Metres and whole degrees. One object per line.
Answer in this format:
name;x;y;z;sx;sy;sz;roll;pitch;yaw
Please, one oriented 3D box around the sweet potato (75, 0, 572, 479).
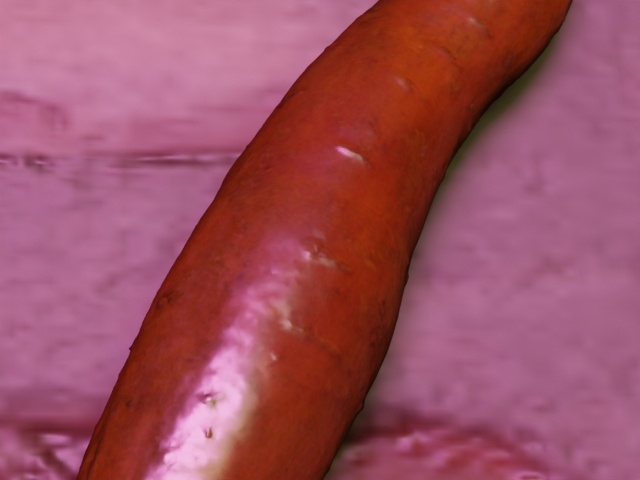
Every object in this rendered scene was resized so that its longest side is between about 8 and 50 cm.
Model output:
sweet potato;0.000;-0.001;0.383;0.057;0.057;0.264;29;64;0
